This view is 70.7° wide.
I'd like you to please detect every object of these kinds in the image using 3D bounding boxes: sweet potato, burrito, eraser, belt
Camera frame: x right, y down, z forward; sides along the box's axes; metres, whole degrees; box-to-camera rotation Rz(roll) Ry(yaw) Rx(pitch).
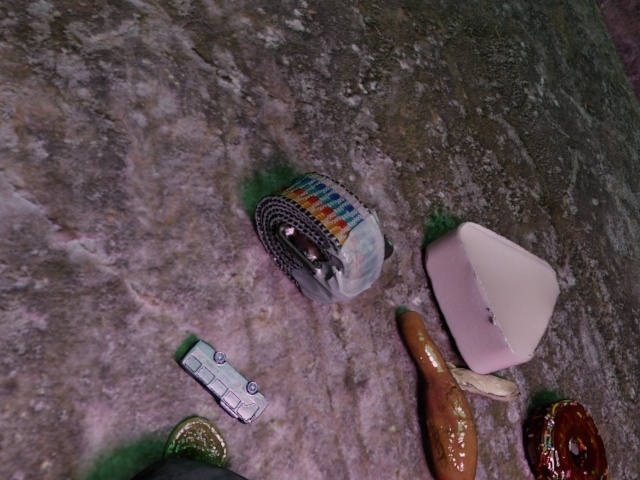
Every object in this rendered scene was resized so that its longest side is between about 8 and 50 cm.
[{"bbox_3d":[0.253,0.334,0.940,0.109,0.109,0.386,0,71,-30],"label":"sweet potato"},{"bbox_3d":[0.373,0.331,1.035,0.229,0.063,0.058,23,70,-19],"label":"burrito"},{"bbox_3d":[0.434,0.126,1.088,0.331,0.150,0.332,15,56,-23],"label":"eraser"},{"bbox_3d":[0.000,0.000,0.859,0.257,0.207,0.150,44,55,12],"label":"belt"}]

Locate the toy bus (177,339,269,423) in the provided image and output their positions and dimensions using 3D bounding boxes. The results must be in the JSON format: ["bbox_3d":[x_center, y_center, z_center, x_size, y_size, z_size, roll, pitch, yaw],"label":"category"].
[{"bbox_3d":[-0.164,0.241,0.767,0.166,0.047,0.065,45,60,-6],"label":"toy bus"}]

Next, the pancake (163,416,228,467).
[{"bbox_3d":[-0.198,0.341,0.726,0.107,0.017,0.108,8,70,-24],"label":"pancake"}]

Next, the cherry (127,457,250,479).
[{"bbox_3d":[-0.153,0.414,0.573,0.254,0.296,0.218,4,110,-45],"label":"cherry"}]

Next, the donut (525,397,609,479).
[{"bbox_3d":[0.581,0.499,1.076,0.234,0.089,0.235,11,67,-27],"label":"donut"}]

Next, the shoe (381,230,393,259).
[{"bbox_3d":[0.100,-0.010,1.015,0.179,0.049,0.071,28,61,-19],"label":"shoe"}]
